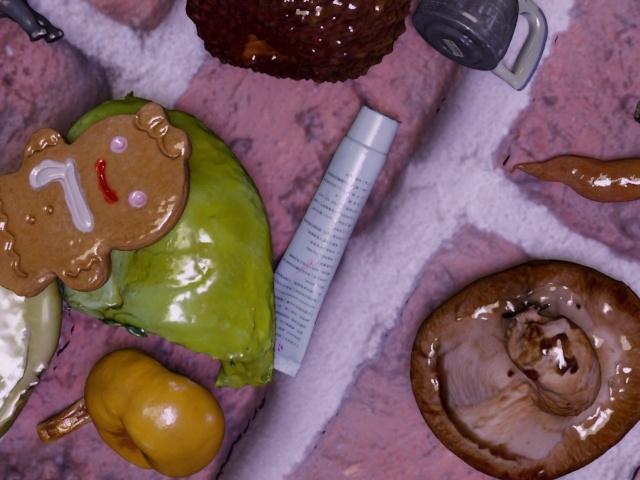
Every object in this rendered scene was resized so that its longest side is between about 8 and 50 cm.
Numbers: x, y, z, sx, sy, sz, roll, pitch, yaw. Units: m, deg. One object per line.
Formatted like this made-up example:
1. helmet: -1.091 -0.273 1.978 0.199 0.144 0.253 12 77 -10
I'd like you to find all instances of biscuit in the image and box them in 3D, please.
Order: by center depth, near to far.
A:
1. biscuit: -0.241 -0.043 1.092 0.249 0.035 0.184 -22 76 10

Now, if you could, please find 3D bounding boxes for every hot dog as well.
1. hot dog: -0.310 0.221 1.295 0.090 0.034 0.030 -31 92 7

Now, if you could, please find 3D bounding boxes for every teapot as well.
1. teapot: 0.188 -0.249 1.176 0.149 0.111 0.108 31 83 7

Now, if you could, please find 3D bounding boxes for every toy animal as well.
1. toy animal: -0.354 -0.288 1.226 0.269 0.082 0.137 -33 93 7

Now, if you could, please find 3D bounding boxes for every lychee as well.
1. lychee: -0.019 -0.303 1.131 0.271 0.271 0.271 0 95 4

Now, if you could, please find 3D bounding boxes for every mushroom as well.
1. mushroom: 0.233 0.156 1.173 0.267 0.254 0.267 11 116 23

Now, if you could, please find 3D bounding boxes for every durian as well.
1. durian: -0.173 -0.001 1.179 0.256 0.204 0.339 1 92 8

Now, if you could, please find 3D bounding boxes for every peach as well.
1. peach: -0.191 0.203 1.223 0.179 0.179 0.103 42 58 0

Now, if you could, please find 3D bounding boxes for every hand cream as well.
1. hand cream: 0.000 0.000 1.237 0.085 0.058 0.331 25 97 0

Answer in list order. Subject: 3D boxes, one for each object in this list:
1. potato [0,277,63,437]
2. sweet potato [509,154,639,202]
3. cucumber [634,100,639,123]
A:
1. potato: -0.457 0.123 1.187 0.330 0.213 0.280 -6 80 -15
2. sweet potato: 0.315 -0.073 1.212 0.195 0.056 0.056 8 96 10
3. cucumber: 0.434 -0.112 1.205 0.163 0.039 0.043 34 138 -1
